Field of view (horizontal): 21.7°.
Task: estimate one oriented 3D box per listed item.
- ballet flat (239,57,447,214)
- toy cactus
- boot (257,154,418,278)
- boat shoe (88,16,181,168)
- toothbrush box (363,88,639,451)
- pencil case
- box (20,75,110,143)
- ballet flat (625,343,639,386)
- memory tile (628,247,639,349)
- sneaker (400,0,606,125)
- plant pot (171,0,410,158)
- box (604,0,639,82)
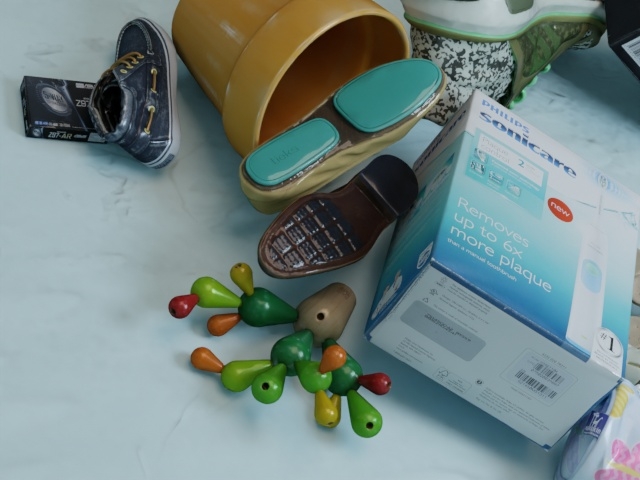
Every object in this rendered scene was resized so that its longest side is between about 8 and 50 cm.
[{"bbox_3d":[0.021,-0.101,1.624,0.232,0.073,0.080,-30,61,-14],"label":"ballet flat"},{"bbox_3d":[-0.018,0.085,1.541,0.219,0.112,0.180,29,36,11],"label":"toy cactus"},{"bbox_3d":[0.000,0.000,1.599,0.219,0.106,0.082,-31,82,-43],"label":"boot"},{"bbox_3d":[-0.188,-0.162,1.656,0.083,0.065,0.183,29,38,-46],"label":"boat shoe"},{"bbox_3d":[0.185,0.022,1.620,0.216,0.126,0.295,32,37,-9],"label":"toothbrush box"},{"bbox_3d":[0.357,0.241,1.570,0.273,0.113,0.124,30,67,-1],"label":"pencil case"},{"bbox_3d":[-0.252,-0.129,1.649,0.083,0.018,0.067,5,52,-23],"label":"box"},{"bbox_3d":[0.335,0.149,1.667,0.206,0.067,0.073,36,53,7],"label":"ballet flat"},{"bbox_3d":[0.350,0.068,1.746,0.113,0.012,0.148,-26,65,-5],"label":"memory tile"},{"bbox_3d":[0.189,-0.205,1.849,0.158,0.182,0.410,22,16,28],"label":"sneaker"},{"bbox_3d":[-0.047,-0.189,1.692,0.205,0.205,0.188,-23,50,-37],"label":"plant pot"},{"bbox_3d":[0.431,-0.231,1.928,0.261,0.103,0.184,40,34,-37],"label":"box"}]
